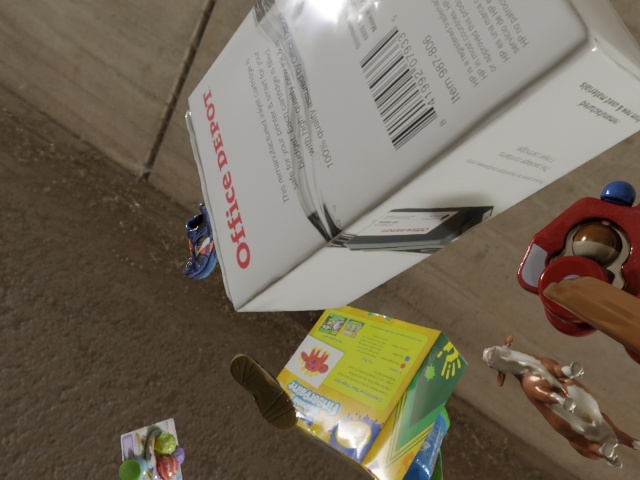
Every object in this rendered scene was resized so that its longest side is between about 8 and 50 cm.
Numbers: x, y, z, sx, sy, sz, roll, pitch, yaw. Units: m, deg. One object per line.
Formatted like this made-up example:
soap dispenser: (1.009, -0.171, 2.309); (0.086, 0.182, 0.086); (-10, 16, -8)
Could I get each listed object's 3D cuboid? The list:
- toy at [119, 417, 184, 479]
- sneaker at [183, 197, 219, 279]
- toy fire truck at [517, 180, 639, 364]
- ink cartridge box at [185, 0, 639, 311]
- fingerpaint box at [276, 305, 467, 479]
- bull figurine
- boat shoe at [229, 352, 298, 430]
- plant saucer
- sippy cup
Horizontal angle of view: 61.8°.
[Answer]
toy: (-0.322, 0.444, 1.091); (0.237, 0.056, 0.136); (40, 38, -75)
sneaker: (-0.229, -0.009, 1.056); (0.087, 0.221, 0.083); (23, 35, -18)
toy fire truck: (0.483, 0.042, 0.824); (0.302, 0.253, 0.169); (23, -7, 32)
ink cartridge box: (0.049, -0.134, 0.518); (0.166, 0.395, 0.285); (6, 59, -42)
fingerpaint box: (0.104, 0.389, 1.437); (0.445, 0.371, 0.163); (6, -38, 53)
bull figurine: (0.448, 0.294, 0.990); (0.310, 0.101, 0.188); (42, -8, 0)
boat shoe: (-0.088, 0.240, 0.866); (0.152, 0.056, 0.049); (56, 1, -11)
plant saucer: (0.292, 0.087, 0.462); (0.200, 0.037, 0.200); (31, 6, -4)
sippy cup: (0.246, 0.588, 1.557); (0.306, 0.240, 0.224); (24, 33, 4)
